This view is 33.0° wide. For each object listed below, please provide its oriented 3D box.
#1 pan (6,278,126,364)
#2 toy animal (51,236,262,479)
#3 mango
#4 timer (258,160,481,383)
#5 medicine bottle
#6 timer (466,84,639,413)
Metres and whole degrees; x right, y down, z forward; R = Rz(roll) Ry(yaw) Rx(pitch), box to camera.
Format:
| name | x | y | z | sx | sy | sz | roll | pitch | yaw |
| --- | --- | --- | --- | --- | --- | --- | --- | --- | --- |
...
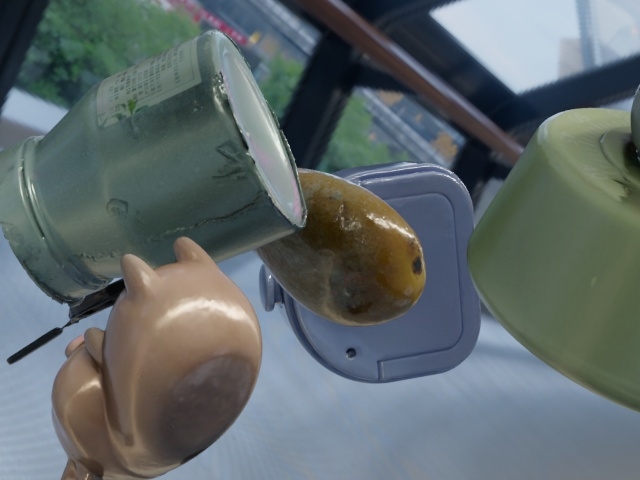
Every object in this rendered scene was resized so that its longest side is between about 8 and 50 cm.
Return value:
| name | x | y | z | sx | sy | sz | roll | pitch | yaw |
| --- | --- | --- | --- | --- | --- | --- | --- | --- | --- |
| pan | -0.310 | 0.094 | 1.405 | 0.028 | 0.235 | 0.136 | 61 | 1 | 2 |
| toy animal | -0.147 | 0.123 | 0.952 | 0.166 | 0.250 | 0.154 | -16 | 64 | -46 |
| mango | 0.000 | 0.000 | 1.469 | 0.316 | 0.193 | 0.146 | 29 | 32 | 25 |
| timer | 0.078 | 0.056 | 1.856 | 0.395 | 0.395 | 0.173 | 38 | -1 | -17 |
| medicine bottle | -0.192 | -0.068 | 1.209 | 0.245 | 0.289 | 0.245 | -23 | 90 | -80 |
| timer | 0.291 | -0.069 | 0.788 | 0.290 | 0.315 | 0.291 | 14 | 27 | -7 |
